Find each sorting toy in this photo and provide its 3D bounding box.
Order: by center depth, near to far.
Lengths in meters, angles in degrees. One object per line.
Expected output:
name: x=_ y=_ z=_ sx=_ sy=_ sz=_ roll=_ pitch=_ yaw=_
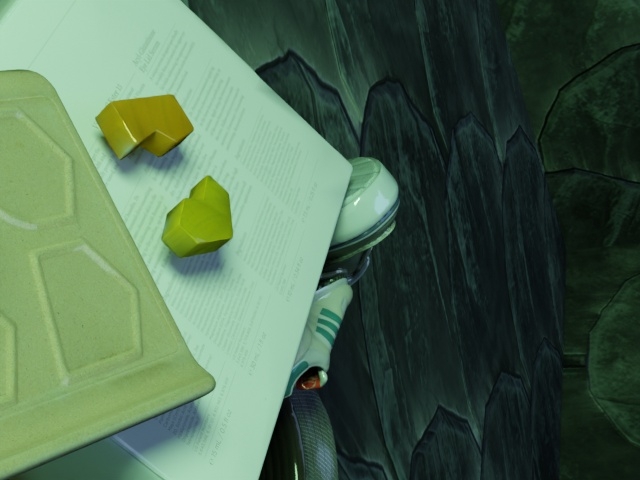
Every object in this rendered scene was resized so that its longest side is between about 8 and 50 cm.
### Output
sorting toy: x=-0.153 y=0.004 z=0.730 sx=0.307 sy=0.041 sz=0.229 roll=-17 pitch=72 yaw=-55

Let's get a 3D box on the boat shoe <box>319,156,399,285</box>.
boat shoe: x=0.000 y=0.000 z=1.174 sx=0.109 sy=0.302 sz=0.094 roll=-40 pitch=100 yaw=-21

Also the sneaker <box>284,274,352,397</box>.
sneaker: x=-0.014 y=0.078 z=1.057 sx=0.161 sy=0.057 sz=0.075 roll=-28 pitch=104 yaw=-66

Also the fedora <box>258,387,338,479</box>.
fedora: x=-0.105 y=0.174 z=1.021 sx=0.275 sy=0.124 sz=0.243 roll=34 pitch=49 yaw=-54

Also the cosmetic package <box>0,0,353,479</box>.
cosmetic package: x=-0.136 y=-0.014 z=0.877 sx=0.284 sy=0.097 sz=0.377 roll=45 pitch=35 yaw=-21
